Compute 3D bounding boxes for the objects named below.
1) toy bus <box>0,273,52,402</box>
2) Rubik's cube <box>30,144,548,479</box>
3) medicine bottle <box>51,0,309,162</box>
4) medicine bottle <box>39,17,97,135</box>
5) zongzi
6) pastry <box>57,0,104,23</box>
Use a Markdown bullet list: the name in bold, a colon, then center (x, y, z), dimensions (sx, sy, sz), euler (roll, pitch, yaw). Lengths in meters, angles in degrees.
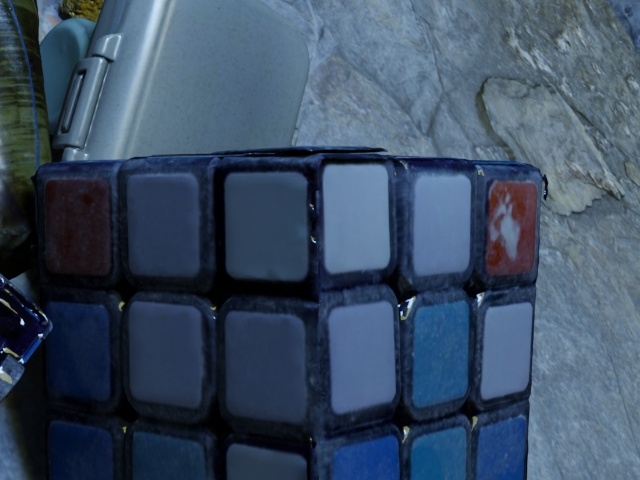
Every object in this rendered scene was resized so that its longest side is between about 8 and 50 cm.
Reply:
- **toy bus**: center (-0.358, 0.146, 1.096), dimensions (0.138, 0.175, 0.287), euler (41, 35, -11)
- **Rubik's cube**: center (-0.026, 0.092, 1.257), dimensions (0.359, 0.363, 0.362), euler (-8, 97, -49)
- **medicine bottle**: center (-0.155, -0.099, 1.461), dimensions (0.282, 0.123, 0.375), euler (24, 76, -40)
- **medicine bottle**: center (-0.217, -0.169, 1.580), dimensions (0.225, 0.139, 0.139), euler (13, 49, -40)
- **zongzi**: center (-0.338, -0.143, 1.411), dimensions (0.403, 0.208, 0.432), euler (61, 20, 7)
- **pastry**: center (-0.258, -0.287, 1.702), dimensions (0.140, 0.080, 0.056), euler (18, 34, -37)
